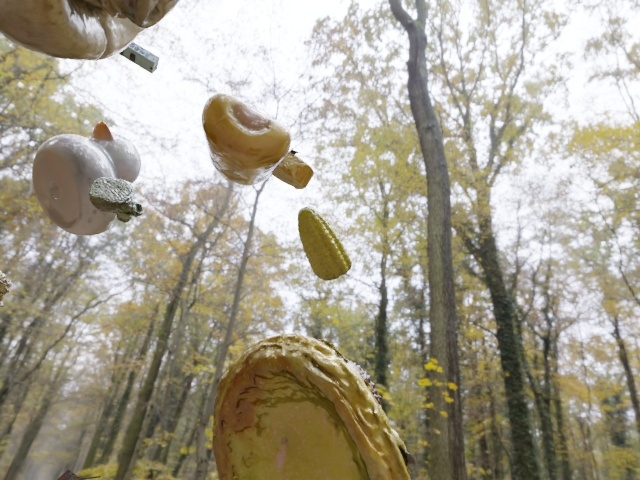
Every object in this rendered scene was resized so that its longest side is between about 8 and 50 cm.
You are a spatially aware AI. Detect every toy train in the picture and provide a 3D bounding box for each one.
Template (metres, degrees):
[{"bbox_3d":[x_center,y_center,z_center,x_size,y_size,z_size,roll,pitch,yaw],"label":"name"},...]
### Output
[{"bbox_3d":[-0.538,-0.528,1.227,0.207,0.047,0.043,31,-40,-10],"label":"toy train"}]

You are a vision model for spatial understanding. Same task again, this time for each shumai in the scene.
[{"bbox_3d":[-0.367,-0.064,0.814,0.083,0.082,0.080,31,-46,16],"label":"shumai"}]

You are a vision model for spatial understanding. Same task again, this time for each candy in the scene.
[{"bbox_3d":[0.000,0.000,1.150,0.106,0.094,0.199,-14,-64,26],"label":"candy"}]

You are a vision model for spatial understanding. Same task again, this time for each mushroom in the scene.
[{"bbox_3d":[-0.266,-0.283,0.477,0.195,0.189,0.254,36,-10,0],"label":"mushroom"}]

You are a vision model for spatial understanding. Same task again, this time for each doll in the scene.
[{"bbox_3d":[-0.504,-0.140,1.021,0.221,0.221,0.251,8,-71,1],"label":"doll"}]

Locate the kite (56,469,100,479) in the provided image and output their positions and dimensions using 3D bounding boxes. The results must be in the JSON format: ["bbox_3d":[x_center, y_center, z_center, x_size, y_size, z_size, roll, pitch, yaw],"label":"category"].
[{"bbox_3d":[-0.473,0.459,0.883,0.078,0.002,0.044,-24,-78,-4],"label":"kite"}]

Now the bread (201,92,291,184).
[{"bbox_3d":[-0.137,-0.157,0.789,0.142,0.091,0.305,31,-7,-9],"label":"bread"}]

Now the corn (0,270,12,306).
[{"bbox_3d":[-0.816,0.076,1.003,0.305,0.106,0.106,13,-28,23],"label":"corn"}]

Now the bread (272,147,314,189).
[{"bbox_3d":[-0.092,-0.210,1.295,0.149,0.073,0.122,34,-12,-5],"label":"bread"}]

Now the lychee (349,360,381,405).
[{"bbox_3d":[0.040,0.461,1.230,0.264,0.264,0.300,8,-61,1],"label":"lychee"}]

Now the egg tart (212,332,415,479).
[{"bbox_3d":[-0.006,0.251,0.551,0.294,0.294,0.123,-16,-7,34],"label":"egg tart"}]
